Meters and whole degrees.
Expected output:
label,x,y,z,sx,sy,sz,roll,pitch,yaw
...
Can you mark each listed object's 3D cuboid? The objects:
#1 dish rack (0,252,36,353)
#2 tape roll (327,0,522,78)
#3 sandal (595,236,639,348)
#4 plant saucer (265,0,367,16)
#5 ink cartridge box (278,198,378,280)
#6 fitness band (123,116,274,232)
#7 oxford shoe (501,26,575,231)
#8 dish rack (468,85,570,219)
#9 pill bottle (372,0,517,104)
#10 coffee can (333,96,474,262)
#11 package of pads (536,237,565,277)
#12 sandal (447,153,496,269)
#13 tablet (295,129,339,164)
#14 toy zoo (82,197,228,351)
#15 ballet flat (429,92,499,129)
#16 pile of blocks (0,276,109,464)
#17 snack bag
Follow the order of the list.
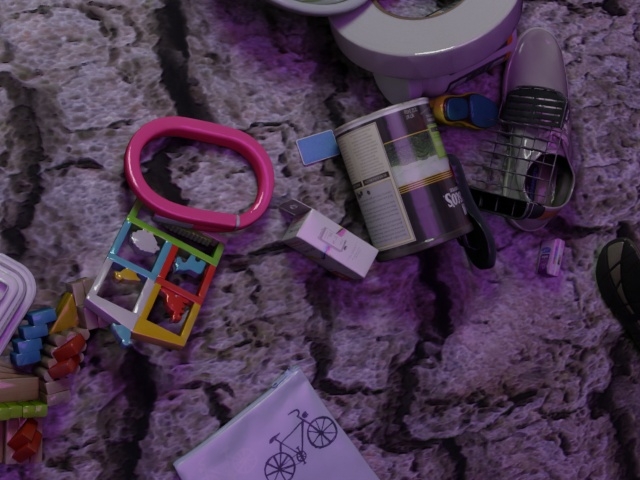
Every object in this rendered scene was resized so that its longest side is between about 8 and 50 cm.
label,x,y,z,sx,sy,sz,roll,pitch,yaw
dish rack,-0.689,0.103,1.541,0.332,0.072,0.286,31,76,-12
tape roll,0.200,-0.483,1.782,0.391,0.072,0.392,-5,57,9
sandal,0.709,0.131,2.007,0.086,0.120,0.303,-35,99,-46
plant saucer,-0.057,-0.595,1.737,0.400,0.100,0.401,8,70,-25
ink cartridge box,0.000,0.000,1.761,0.198,0.115,0.067,33,76,-12
fitness band,-0.226,-0.125,1.707,0.290,0.054,0.209,11,70,-21
oxford shoe,0.477,-0.244,1.943,0.169,0.130,0.450,8,81,-16
dish rack,0.399,-0.184,1.848,0.074,0.208,0.272,9,97,-34
pill bottle,0.252,-0.390,1.859,0.278,0.162,0.162,-29,94,-19
coffee can,0.161,-0.117,1.782,0.201,0.201,0.275,-20,91,-19
package of pads,0.497,0.038,1.961,0.032,0.050,0.083,17,79,-22
sandal,0.288,-0.053,1.881,0.054,0.097,0.255,-19,81,-21
tablet,-0.005,-0.188,1.835,0.083,0.006,0.054,-19,91,-20
toy zoo,-0.300,0.071,1.638,0.192,0.030,0.293,28,53,-14
ballet flat,0.289,-0.271,1.897,0.231,0.077,0.077,-6,94,-51
pile of blocks,-0.482,0.222,1.558,0.149,0.112,0.362,29,75,-30
snack bag,-0.076,0.464,1.732,0.323,0.037,0.343,-37,97,-19
